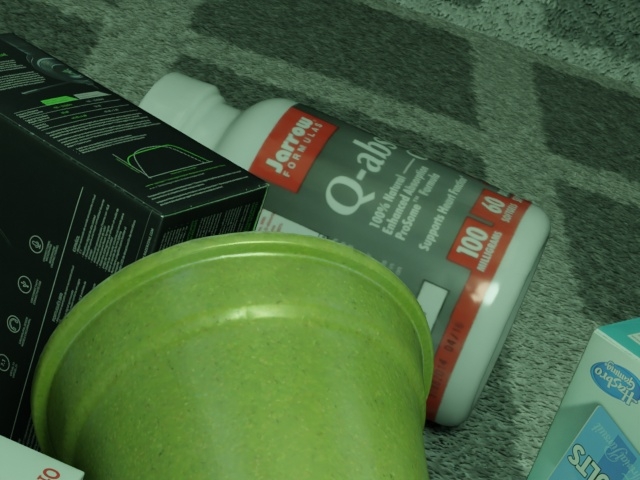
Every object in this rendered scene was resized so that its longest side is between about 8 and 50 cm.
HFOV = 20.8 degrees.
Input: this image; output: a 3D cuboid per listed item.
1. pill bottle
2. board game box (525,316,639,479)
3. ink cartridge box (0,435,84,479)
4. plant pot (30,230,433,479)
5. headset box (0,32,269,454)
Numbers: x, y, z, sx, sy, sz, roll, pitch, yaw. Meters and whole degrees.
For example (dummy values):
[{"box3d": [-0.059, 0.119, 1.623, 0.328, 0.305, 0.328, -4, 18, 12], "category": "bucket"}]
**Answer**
[{"box3d": [0.000, 0.000, 1.528, 0.363, 0.210, 0.210, 24, 23, 8], "category": "pill bottle"}, {"box3d": [0.204, 0.251, 0.979, 0.079, 0.336, 0.254, -7, 35, -47], "category": "board game box"}, {"box3d": [-0.252, 0.179, 1.028, 0.176, 0.127, 0.128, 23, 23, 6], "category": "ink cartridge box"}, {"box3d": [-0.033, 0.180, 1.090, 0.276, 0.276, 0.254, 10, 37, -23], "category": "plant pot"}, {"box3d": [-0.215, 0.010, 1.285, 0.283, 0.246, 0.131, 30, 25, 24], "category": "headset box"}]
